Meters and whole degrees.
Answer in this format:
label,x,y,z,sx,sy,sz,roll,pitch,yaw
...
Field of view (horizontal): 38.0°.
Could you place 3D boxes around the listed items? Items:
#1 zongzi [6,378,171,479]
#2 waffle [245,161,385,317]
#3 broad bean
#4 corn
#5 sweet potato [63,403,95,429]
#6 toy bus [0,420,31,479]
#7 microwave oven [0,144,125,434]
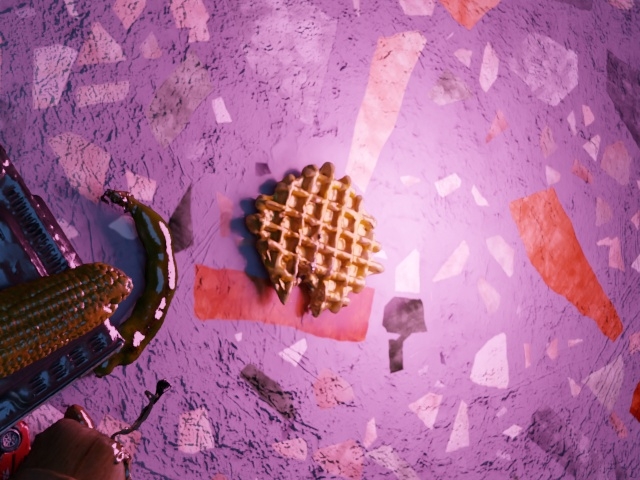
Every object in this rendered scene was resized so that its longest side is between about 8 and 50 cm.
label,x,y,z,sx,sy,sz,roll,pitch,yaw
zongzi,-0.354,0.430,1.291,0.182,0.418,0.447,17,48,9
waffle,-0.001,0.000,1.637,0.250,0.056,0.261,-31,101,-32
broad bean,-0.285,0.069,1.440,0.144,0.049,0.291,11,77,-43
corn,-0.347,0.097,1.119,0.262,0.097,0.097,-25,100,-35
sweet potato,-0.326,0.385,1.372,0.097,0.097,0.291,-27,101,-32
toy bus,-0.452,0.343,1.301,0.089,0.081,0.195,32,70,-38
microwave oven,-0.469,0.058,1.224,0.286,0.218,0.354,-35,106,-29
